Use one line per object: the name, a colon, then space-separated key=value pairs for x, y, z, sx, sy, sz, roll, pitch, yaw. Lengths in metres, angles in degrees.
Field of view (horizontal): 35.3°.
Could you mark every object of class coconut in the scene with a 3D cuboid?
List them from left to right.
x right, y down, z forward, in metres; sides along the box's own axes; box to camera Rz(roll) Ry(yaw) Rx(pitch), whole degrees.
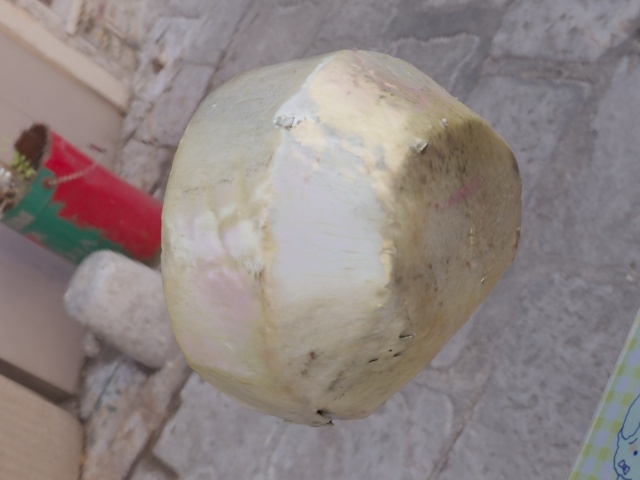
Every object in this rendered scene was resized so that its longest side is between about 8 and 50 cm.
coconut: x=0.000 y=0.000 z=0.936 sx=0.352 sy=0.352 sz=0.352 roll=-32 pitch=39 yaw=30

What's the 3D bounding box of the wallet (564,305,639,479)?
wallet: x=0.276 y=0.165 z=0.747 sx=0.309 sy=0.077 sz=0.223 roll=-64 pitch=24 yaw=-9
